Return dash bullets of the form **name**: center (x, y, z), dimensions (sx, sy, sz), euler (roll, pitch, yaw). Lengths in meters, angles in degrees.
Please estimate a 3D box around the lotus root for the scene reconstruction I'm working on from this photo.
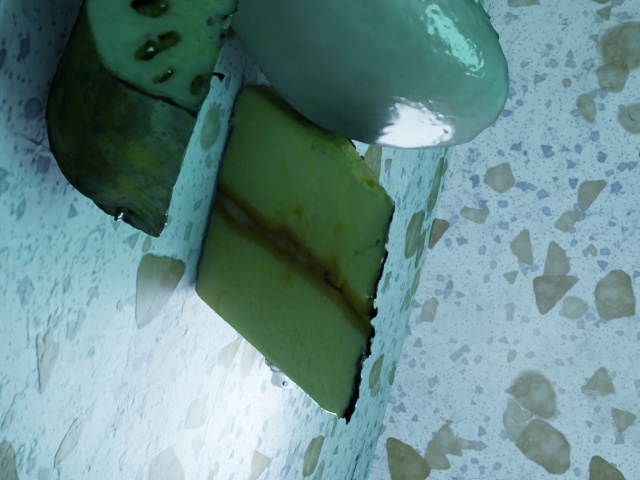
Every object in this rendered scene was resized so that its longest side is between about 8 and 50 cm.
- **lotus root**: center (-0.186, -0.151, 0.963), dimensions (0.260, 0.149, 0.267), euler (123, -16, -47)

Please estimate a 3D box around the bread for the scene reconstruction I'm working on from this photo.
- **bread**: center (0.000, 0.000, 1.396), dimensions (0.242, 0.405, 0.345), euler (-5, 122, -60)

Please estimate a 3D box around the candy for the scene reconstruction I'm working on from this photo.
- **candy**: center (0.034, -0.253, 1.207), dimensions (0.427, 0.386, 0.186), euler (43, 68, -49)

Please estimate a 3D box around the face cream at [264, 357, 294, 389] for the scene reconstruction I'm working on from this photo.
- **face cream**: center (-0.034, 0.100, 1.725), dimensions (0.105, 0.105, 0.348), euler (-17, 121, -70)
